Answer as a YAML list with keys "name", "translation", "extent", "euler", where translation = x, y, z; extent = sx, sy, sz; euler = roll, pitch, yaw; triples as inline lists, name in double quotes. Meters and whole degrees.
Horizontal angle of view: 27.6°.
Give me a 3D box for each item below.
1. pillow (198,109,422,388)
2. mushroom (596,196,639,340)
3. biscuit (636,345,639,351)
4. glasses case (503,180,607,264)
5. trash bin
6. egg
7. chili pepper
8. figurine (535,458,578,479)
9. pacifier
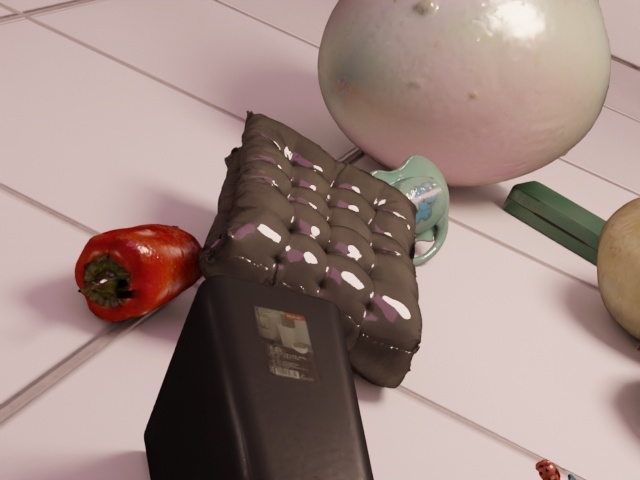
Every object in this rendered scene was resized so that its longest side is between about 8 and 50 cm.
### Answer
- name: "pillow"
  translation: [0.000, 0.000, 1.313]
  extent: [0.228, 0.101, 0.326]
  euler: [30, 21, -12]
- name: "mushroom"
  translation: [0.466, 0.021, 1.557]
  extent: [0.254, 0.234, 0.260]
  euler: [35, 25, 21]
- name: "biscuit"
  translation: [0.449, 0.170, 1.358]
  extent: [0.259, 0.079, 0.259]
  euler: [21, 9, -3]
- name: "glasses case"
  translation: [0.346, -0.021, 1.795]
  extent: [0.184, 0.039, 0.078]
  euler: [34, 25, 27]
- name: "trash bin"
  translation: [-0.045, 0.158, 0.893]
  extent: [0.115, 0.165, 0.225]
  euler: [15, 26, -17]
- name: "egg"
  translation: [0.155, -0.231, 1.728]
  extent: [0.340, 0.354, 0.354]
  euler: [-20, 45, -38]
- name: "chili pepper"
  translation: [-0.174, 0.029, 1.160]
  extent: [0.084, 0.086, 0.192]
  euler: [61, 18, 1]
- name: "figurine"
  translation: [0.199, 0.244, 1.043]
  extent: [0.075, 0.068, 0.140]
  euler: [23, 29, -6]
- name: "pacifier"
  translation: [0.086, -0.031, 1.541]
  extent: [0.150, 0.127, 0.116]
  euler: [-32, 15, -38]
